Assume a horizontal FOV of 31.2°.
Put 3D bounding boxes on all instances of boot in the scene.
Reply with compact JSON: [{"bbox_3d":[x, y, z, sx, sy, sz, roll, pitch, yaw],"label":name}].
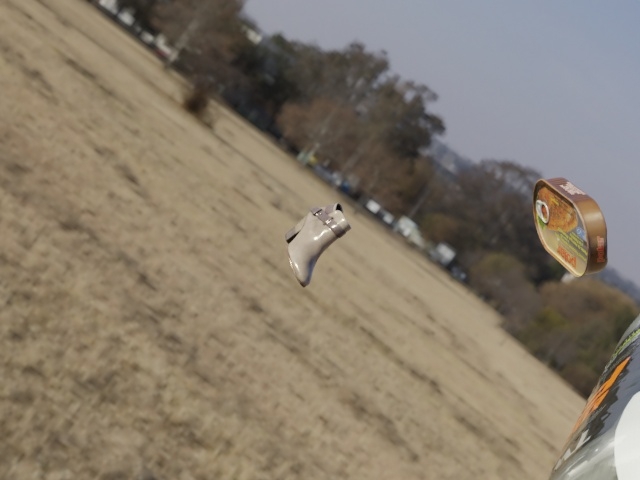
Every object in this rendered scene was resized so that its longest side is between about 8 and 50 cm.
[{"bbox_3d":[0.000,0.000,1.479,0.042,0.087,0.118,52,14,-41],"label":"boot"}]

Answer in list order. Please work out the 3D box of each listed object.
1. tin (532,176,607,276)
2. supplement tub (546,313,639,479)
[{"bbox_3d":[0.334,-0.020,1.537,0.040,0.106,0.190,-6,22,-10],"label":"tin"},{"bbox_3d":[0.215,0.144,0.558,0.207,0.207,0.338,37,25,11],"label":"supplement tub"}]
